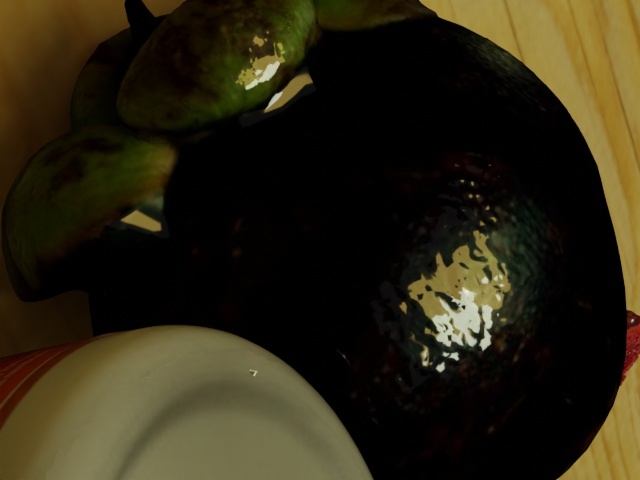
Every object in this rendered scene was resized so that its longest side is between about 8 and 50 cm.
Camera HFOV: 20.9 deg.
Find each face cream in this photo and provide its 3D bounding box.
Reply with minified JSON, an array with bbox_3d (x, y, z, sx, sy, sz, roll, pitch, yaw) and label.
[{"bbox_3d":[-0.093,0.138,0.549,0.201,0.187,0.201,27,57,-50],"label":"face cream"}]

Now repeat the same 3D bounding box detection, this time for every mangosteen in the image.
[{"bbox_3d":[0.000,0.000,0.683,0.243,0.243,0.243,-9,101,-52],"label":"mangosteen"}]

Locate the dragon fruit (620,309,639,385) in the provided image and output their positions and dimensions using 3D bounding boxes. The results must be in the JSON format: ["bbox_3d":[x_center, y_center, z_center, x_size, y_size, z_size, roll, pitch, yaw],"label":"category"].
[{"bbox_3d":[0.076,0.058,0.887,0.153,0.111,0.153,-32,155,-17],"label":"dragon fruit"}]
